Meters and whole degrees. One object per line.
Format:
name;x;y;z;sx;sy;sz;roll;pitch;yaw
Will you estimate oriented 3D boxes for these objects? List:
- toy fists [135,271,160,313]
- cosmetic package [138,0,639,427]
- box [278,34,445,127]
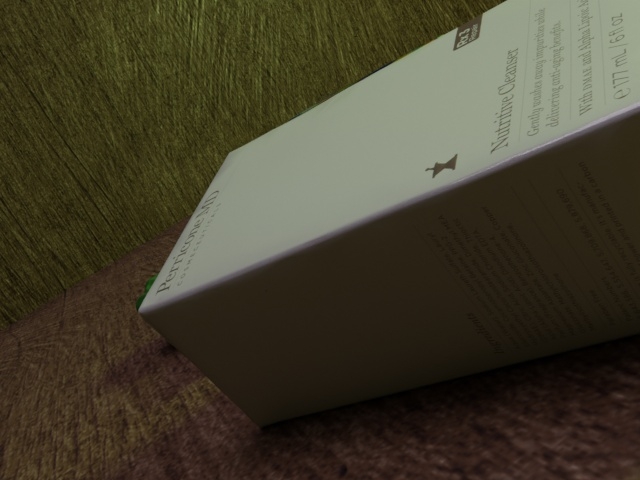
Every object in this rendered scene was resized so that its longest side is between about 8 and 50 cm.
toy fists;-0.127;0.040;1.029;0.279;0.096;0.142;-34;21;-23
cosmetic package;0.076;-0.023;0.529;0.384;0.156;0.217;-22;31;31
box;0.060;-0.146;1.145;0.289;0.177;0.279;-16;19;50
